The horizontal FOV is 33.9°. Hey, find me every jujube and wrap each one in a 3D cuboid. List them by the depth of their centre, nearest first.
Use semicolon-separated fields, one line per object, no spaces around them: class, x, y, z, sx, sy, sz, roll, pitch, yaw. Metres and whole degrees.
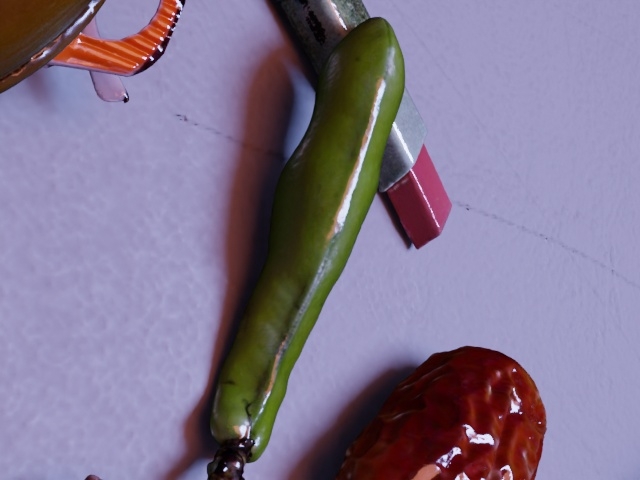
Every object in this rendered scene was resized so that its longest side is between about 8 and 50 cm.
jujube;0.080;0.141;0.660;0.176;0.109;0.112;-46;145;-39

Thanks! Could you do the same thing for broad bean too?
broad bean;-0.004;0.003;0.618;0.056;0.098;0.317;22;67;-16

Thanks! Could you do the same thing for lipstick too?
lipstick;0.014;-0.136;0.698;0.051;0.051;0.312;-42;109;-37

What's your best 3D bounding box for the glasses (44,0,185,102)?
glasses;-0.141;-0.187;0.562;0.162;0.095;0.255;25;67;-18

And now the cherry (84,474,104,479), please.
cherry;-0.076;0.225;0.444;0.239;0.206;0.239;3;84;-28

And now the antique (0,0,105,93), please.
antique;-0.187;-0.168;0.434;0.278;0.129;0.223;-38;85;-16
